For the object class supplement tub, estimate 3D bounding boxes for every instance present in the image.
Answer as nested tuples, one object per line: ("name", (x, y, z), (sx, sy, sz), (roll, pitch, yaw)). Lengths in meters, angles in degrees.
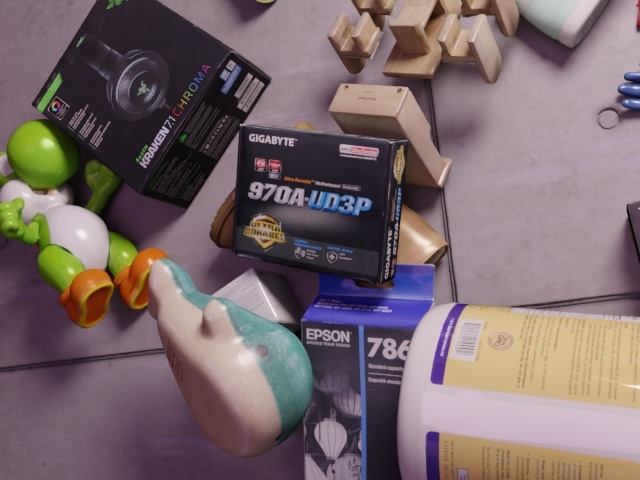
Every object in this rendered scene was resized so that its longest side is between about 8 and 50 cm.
("supplement tub", (0.270, 0.196, 0.823), (0.331, 0.241, 0.241), (3, 83, 23))

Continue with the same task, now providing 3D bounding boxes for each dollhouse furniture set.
("dollhouse furniture set", (0.129, -0.217, 1.011), (0.212, 0.161, 0.242), (12, 68, 34))

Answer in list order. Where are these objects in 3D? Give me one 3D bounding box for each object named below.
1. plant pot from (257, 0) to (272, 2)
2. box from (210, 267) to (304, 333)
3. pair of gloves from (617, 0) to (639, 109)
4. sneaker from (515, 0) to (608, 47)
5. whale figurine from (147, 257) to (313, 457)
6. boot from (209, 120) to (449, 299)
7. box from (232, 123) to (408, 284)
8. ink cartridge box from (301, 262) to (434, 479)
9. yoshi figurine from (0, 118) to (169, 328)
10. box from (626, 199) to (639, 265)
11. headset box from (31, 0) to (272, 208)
("plant pot", (-0.103, -0.414, 1.165), (0.079, 0.083, 0.083), (34, 96, 35))
("box", (-0.092, 0.103, 1.065), (0.101, 0.102, 0.087), (-34, 69, 16))
("pair of gloves", (0.453, -0.224, 0.928), (0.159, 0.023, 0.198), (11, 86, 26))
("sneaker", (0.328, -0.390, 0.961), (0.151, 0.094, 0.256), (37, 99, 17))
("whale figurine", (-0.114, 0.132, 0.954), (0.272, 0.141, 0.216), (48, 146, 27))
("boot", (0.000, 0.000, 1.051), (0.269, 0.089, 0.236), (46, 107, 18))
("box", (-0.005, -0.050, 0.967), (0.220, 0.051, 0.175), (11, 103, 28))
("ink cartridge box", (0.061, 0.194, 0.971), (0.165, 0.065, 0.332), (0, 94, 24))
("yoshi figurine", (-0.393, -0.054, 1.180), (0.203, 0.203, 0.362), (-43, 65, -5))
("box", (0.454, 0.011, 0.861), (0.180, 0.077, 0.147), (-15, 77, 20))
("headset box", (-0.265, -0.232, 1.172), (0.283, 0.131, 0.246), (38, 97, 24))
